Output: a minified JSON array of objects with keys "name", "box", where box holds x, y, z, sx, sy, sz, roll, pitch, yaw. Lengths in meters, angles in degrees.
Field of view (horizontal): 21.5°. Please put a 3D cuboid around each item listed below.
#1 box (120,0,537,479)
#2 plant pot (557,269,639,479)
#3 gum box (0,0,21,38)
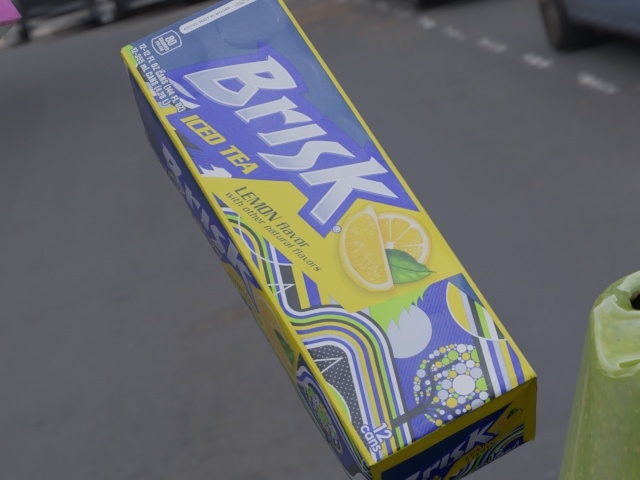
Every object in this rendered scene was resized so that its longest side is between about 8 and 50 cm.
[{"name":"box","box":[0.000,0.000,0.535,0.059,0.169,0.054,-27,-28,-10]},{"name":"plant pot","box":[0.197,0.149,0.701,0.276,0.254,0.276,1,18,0]},{"name":"gum box","box":[-0.195,-0.089,0.557,0.062,0.107,0.188,-38,-7,30]}]
